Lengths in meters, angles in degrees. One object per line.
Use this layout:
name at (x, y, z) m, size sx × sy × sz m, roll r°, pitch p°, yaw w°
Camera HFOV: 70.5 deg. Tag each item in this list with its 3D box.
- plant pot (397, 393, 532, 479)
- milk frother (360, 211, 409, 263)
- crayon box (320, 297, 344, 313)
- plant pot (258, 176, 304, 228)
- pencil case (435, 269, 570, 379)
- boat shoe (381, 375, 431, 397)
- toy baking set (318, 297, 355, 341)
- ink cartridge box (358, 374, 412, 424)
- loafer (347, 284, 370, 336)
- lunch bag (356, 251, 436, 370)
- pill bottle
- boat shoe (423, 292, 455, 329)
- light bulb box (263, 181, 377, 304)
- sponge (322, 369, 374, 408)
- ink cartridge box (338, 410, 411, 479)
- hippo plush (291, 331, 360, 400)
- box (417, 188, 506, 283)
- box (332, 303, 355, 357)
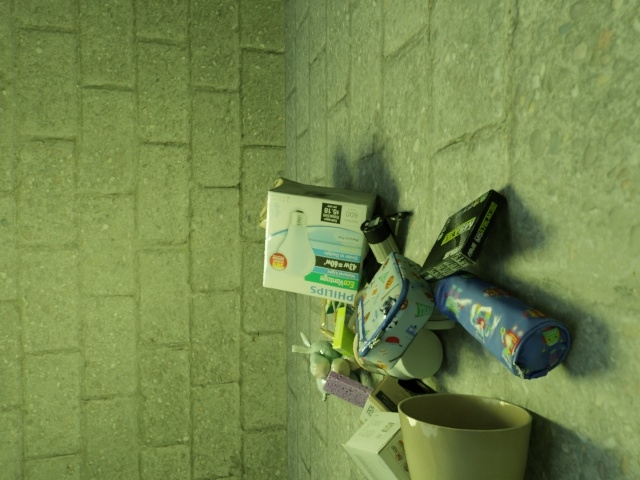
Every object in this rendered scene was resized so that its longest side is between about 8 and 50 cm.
plant pot at (0.287, 0.476, 0.904) m, size 0.256 × 0.257 × 0.274 m, roll 166°, pitch 104°, yaw -74°
milk frother at (0.223, -0.018, 1.428) m, size 0.143 × 0.129 × 0.134 m, roll -1°, pitch 129°, yaw 45°
crayon box at (0.068, 0.155, 1.982) m, size 0.318 × 0.081 × 0.202 m, roll 107°, pitch 157°, yaw -48°
plant pot at (-0.080, -0.107, 1.895) m, size 0.334 × 0.305 × 0.334 m, roll -57°, pitch 19°, yaw 31°
pencil case at (0.354, 0.164, 0.919) m, size 0.306 × 0.119 × 0.133 m, roll -135°, pitch 44°, yaw -68°
boat shoe at (0.257, 0.432, 1.343) m, size 0.228 × 0.081 × 0.068 m, roll -157°, pitch 64°, yaw -64°
toy baking set at (0.077, 0.311, 1.829) m, size 0.256 × 0.030 × 0.196 m, roll 15°, pitch 72°, yaw 42°
ink cartridge box at (0.215, 0.510, 1.264) m, size 0.193 × 0.088 × 0.234 m, roll 39°, pitch 150°, yaw 23°
loafer at (0.191, 0.249, 1.522) m, size 0.130 × 0.134 × 0.366 m, roll 56°, pitch 159°, yaw 27°
lunch bag at (0.177, 0.178, 1.167) m, size 0.243 × 0.115 × 0.303 m, roll -58°, pitch 6°, yaw 20°
pill bottle at (0.218, 0.315, 1.307) m, size 0.278 × 0.162 × 0.162 m, roll 153°, pitch 115°, yaw -68°
boat shoe at (0.278, 0.176, 1.229) m, size 0.258 × 0.095 × 0.084 m, roll -165°, pitch 71°, yaw -72°
light bulb box at (0.000, 0.000, 1.629) m, size 0.225 × 0.358 × 0.361 m, roll -44°, pitch -39°, yaw -67°
sponge at (0.116, 0.546, 1.631) m, size 0.117 × 0.210 × 0.031 m, roll 105°, pitch -169°, yaw -45°
ink cartridge box at (0.218, 0.583, 1.108) m, size 0.309 × 0.130 × 0.272 m, roll 53°, pitch 155°, yaw 3°
hippo plush at (0.036, 0.534, 1.796) m, size 0.234 × 0.294 × 0.236 m, roll -52°, pitch -41°, yaw -63°
box at (0.313, -0.005, 1.016) m, size 0.184 × 0.045 × 0.190 m, roll -54°, pitch 2°, yaw -23°
box at (0.100, 0.333, 1.691) m, size 0.042 × 0.109 × 0.178 m, roll -13°, pitch 52°, yaw 34°
